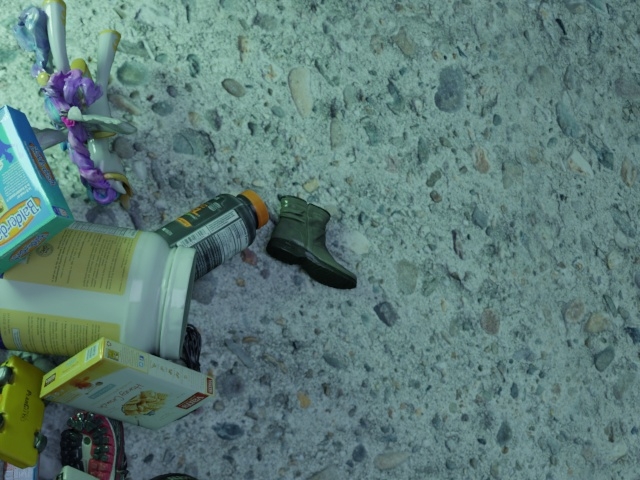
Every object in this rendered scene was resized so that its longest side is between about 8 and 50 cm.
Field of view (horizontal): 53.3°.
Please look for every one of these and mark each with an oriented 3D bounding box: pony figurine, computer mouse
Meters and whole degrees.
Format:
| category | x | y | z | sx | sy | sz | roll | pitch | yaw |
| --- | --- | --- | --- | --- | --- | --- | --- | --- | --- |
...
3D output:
| category | x | y | z | sx | sy | sz | roll | pitch | yaw |
| --- | --- | --- | --- | --- | --- | --- | --- | --- | --- |
| pony figurine | -0.461 | -0.241 | 1.188 | 0.302 | 0.351 | 0.364 | -11 | 87 | 13 |
| computer mouse | -0.350 | 0.274 | 1.250 | 0.261 | 0.060 | 0.184 | -6 | 79 | -37 |

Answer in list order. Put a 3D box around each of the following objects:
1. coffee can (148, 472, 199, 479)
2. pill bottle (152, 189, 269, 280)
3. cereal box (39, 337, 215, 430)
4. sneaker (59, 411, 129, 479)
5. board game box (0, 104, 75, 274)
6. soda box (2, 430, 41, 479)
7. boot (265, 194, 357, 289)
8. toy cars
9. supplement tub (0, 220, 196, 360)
| category | x | y | z | sx | sy | sz | roll | pitch | yaw |
| --- | --- | --- | --- | --- | --- | --- | --- | --- | --- |
| coffee can | -0.232 | 0.527 | 1.116 | 0.201 | 0.275 | 0.202 | 7 | 74 | -26 |
| pill bottle | -0.226 | -0.015 | 1.341 | 0.245 | 0.130 | 0.131 | -34 | 94 | -30 |
| cereal box | -0.325 | 0.254 | 1.096 | 0.240 | 0.173 | 0.047 | 33 | 36 | -39 |
| sneaker | -0.394 | 0.455 | 1.150 | 0.120 | 0.112 | 0.300 | 1 | 83 | 8 |
| board game box | -0.488 | -0.076 | 0.978 | 0.160 | 0.047 | 0.210 | -32 | 74 | 10 |
| soda box | -0.529 | 0.343 | 1.134 | 0.058 | 0.063 | 0.183 | 5 | 76 | -26 |
| boot | 0.000 | 0.000 | 1.484 | 0.246 | 0.083 | 0.161 | 30 | 60 | -19 |
| toy cars | -0.457 | 0.378 | 1.026 | 0.087 | 0.176 | 0.394 | -33 | 80 | 12 |
| supplement tub | -0.399 | 0.089 | 1.124 | 0.330 | 0.241 | 0.241 | 9 | 72 | -8 |
